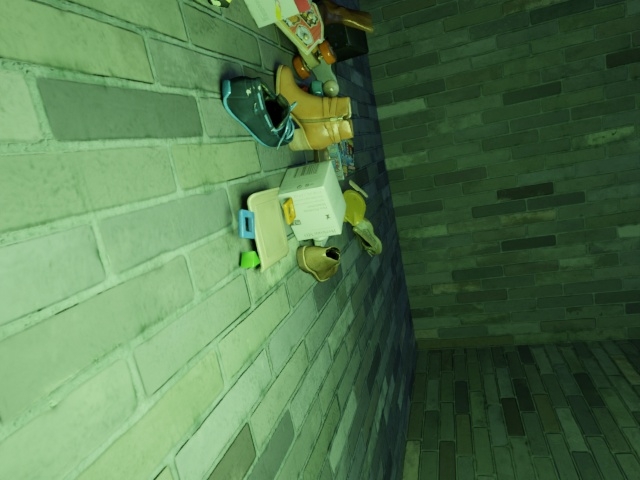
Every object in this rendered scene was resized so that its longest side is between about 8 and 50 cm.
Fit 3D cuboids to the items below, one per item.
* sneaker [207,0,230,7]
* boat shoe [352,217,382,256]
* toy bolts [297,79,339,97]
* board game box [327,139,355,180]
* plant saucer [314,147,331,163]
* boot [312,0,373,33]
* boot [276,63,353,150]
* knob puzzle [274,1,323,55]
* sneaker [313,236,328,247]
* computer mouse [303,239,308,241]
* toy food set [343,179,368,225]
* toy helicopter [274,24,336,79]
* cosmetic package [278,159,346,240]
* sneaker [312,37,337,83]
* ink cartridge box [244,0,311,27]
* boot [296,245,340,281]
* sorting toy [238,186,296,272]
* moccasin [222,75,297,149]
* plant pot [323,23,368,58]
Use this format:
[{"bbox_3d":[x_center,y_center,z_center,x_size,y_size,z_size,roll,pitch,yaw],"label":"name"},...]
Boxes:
[{"bbox_3d":[-0.230,-0.691,1.040,0.385,0.145,0.147,-83,-172,-45],"label":"sneaker"},{"bbox_3d":[0.229,-0.007,2.181,0.089,0.104,0.285,-49,136,-16],"label":"boat shoe"},{"bbox_3d":[0.015,-0.492,1.600,0.218,0.158,0.229,-77,153,-48],"label":"toy bolts"},{"bbox_3d":[0.090,-0.355,1.901,0.194,0.060,0.194,-2,87,-63],"label":"board game box"},{"bbox_3d":[0.008,-0.313,1.715,0.168,0.029,0.169,-7,90,-72],"label":"plant saucer"},{"bbox_3d":[0.093,-0.943,1.876,0.096,0.280,0.264,120,-24,-45],"label":"boot"},{"bbox_3d":[-0.017,-0.434,1.376,0.109,0.220,0.284,-32,112,-70],"label":"boot"},{"bbox_3d":[-0.057,-0.740,1.439,0.213,0.030,0.213,8,76,-33],"label":"knob puzzle"},{"bbox_3d":[0.000,0.000,1.486,0.152,0.053,0.061,-1,105,-82],"label":"sneaker"},{"bbox_3d":[-0.024,-0.074,1.494,0.242,0.041,0.071,-73,151,-51],"label":"computer mouse"},{"bbox_3d":[0.133,-0.151,1.932,0.128,0.071,0.218,34,50,-16],"label":"toy food set"},{"bbox_3d":[-0.080,-0.781,1.553,0.235,0.140,0.355,32,41,-56],"label":"toy helicopter"},{"bbox_3d":[-0.021,-0.122,1.343,0.151,0.151,0.184,-76,151,-48],"label":"cosmetic package"},{"bbox_3d":[0.005,-0.775,1.799,0.296,0.104,0.147,53,31,-67],"label":"sneaker"},{"bbox_3d":[-0.126,-0.728,1.245,0.127,0.176,0.128,53,33,-52],"label":"ink cartridge box"},{"bbox_3d":[0.026,0.075,1.469,0.305,0.115,0.112,29,53,-70],"label":"boot"},{"bbox_3d":[-0.141,-0.032,1.114,0.347,0.047,0.196,-37,122,-69],"label":"sorting toy"},{"bbox_3d":[-0.131,-0.327,1.150,0.342,0.116,0.138,1,82,-72],"label":"moccasin"},{"bbox_3d":[0.101,-0.971,2.061,0.167,0.187,0.188,-34,115,-57],"label":"plant pot"}]
